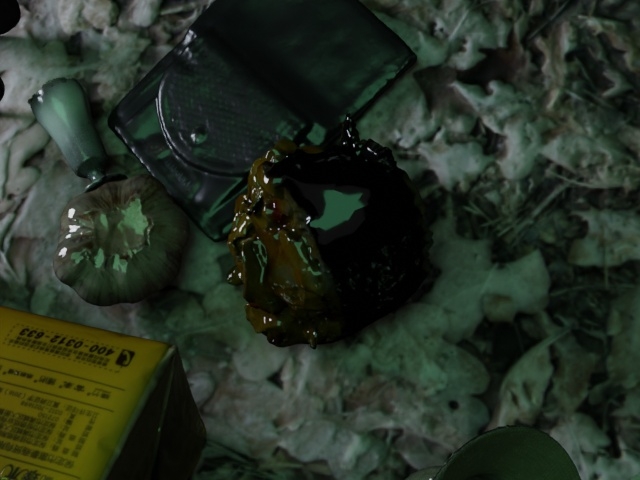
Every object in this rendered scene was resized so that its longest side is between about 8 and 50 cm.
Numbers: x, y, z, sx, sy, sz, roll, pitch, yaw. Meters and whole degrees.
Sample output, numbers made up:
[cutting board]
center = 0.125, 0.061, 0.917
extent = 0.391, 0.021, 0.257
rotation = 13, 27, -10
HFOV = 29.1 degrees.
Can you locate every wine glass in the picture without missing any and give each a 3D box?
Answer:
[wine glass]
center = -0.288, -0.115, 1.470
extent = 0.072, 0.072, 0.155
rotation = -31, 69, 3

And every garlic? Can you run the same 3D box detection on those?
[garlic]
center = -0.225, 0.002, 1.400
extent = 0.147, 0.102, 0.159
rotation = 34, 72, 7

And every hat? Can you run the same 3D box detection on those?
[hat]
center = 0.129, 0.294, 1.188
extent = 0.130, 0.257, 0.257
rotation = 6, 71, 51

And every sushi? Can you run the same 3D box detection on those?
[sushi]
center = -0.003, -0.004, 1.307
extent = 0.204, 0.213, 0.200
rotation = -24, 45, -9

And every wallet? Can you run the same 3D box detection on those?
[wallet]
center = -0.080, -0.182, 1.458
extent = 0.323, 0.041, 0.247
rotation = -43, 69, -4

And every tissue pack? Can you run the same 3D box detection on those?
[tissue pack]
center = -0.348, 0.225, 1.266
extent = 0.381, 0.228, 0.293
rotation = 10, 52, 18

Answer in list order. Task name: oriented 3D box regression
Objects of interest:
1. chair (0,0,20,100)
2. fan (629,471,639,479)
[chair]
center = -0.494, -0.110, 1.440
extent = 0.226, 0.226, 0.401
rotation = 1, 73, 15
[fan]
center = 0.322, 0.344, 1.196
extent = 0.310, 0.010, 0.182
rotation = -43, 67, -5
